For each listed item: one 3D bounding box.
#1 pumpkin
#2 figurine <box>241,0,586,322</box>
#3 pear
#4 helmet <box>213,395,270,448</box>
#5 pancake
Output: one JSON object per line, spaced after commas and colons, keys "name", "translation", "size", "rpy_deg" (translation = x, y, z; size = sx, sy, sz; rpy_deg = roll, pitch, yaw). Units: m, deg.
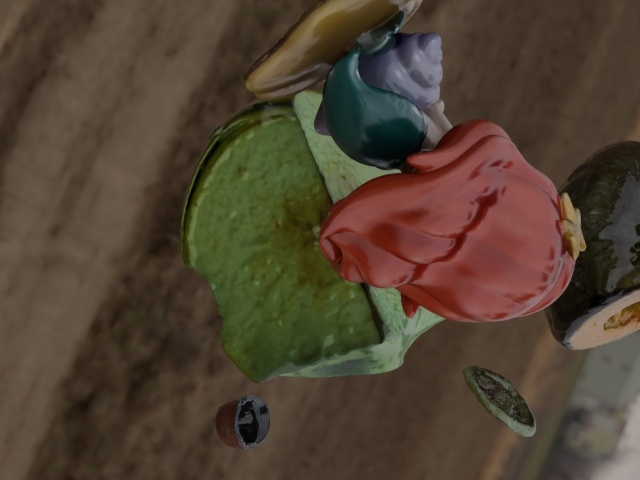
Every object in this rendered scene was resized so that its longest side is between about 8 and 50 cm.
{"name": "pumpkin", "translation": [0.405, -0.019, 2.240], "size": [0.325, 0.232, 0.242], "rpy_deg": [-18, 163, -15]}
{"name": "figurine", "translation": [0.068, -0.050, 1.301], "size": [0.181, 0.257, 0.208], "rpy_deg": [-33, 169, -5]}
{"name": "pear", "translation": [0.000, 0.000, 1.797], "size": [0.176, 0.286, 0.282], "rpy_deg": [-23, 178, 25]}
{"name": "helmet", "translation": [-0.102, 0.224, 2.216], "size": [0.084, 0.049, 0.065], "rpy_deg": [-2, 85, -62]}
{"name": "pancake", "translation": [0.200, 0.177, 1.997], "size": [0.017, 0.108, 0.108], "rpy_deg": [-51, 176, 20]}
